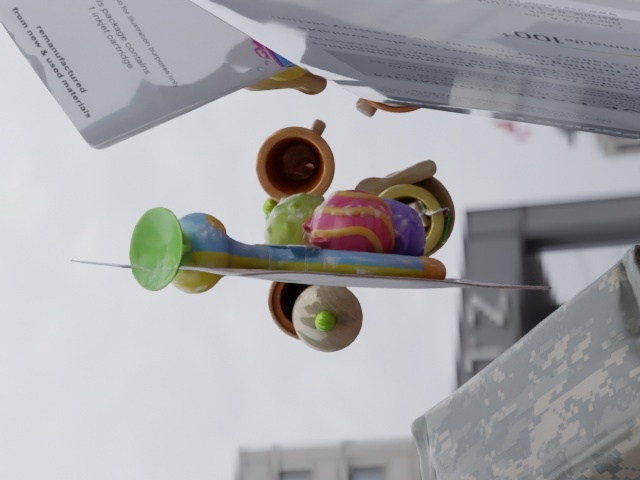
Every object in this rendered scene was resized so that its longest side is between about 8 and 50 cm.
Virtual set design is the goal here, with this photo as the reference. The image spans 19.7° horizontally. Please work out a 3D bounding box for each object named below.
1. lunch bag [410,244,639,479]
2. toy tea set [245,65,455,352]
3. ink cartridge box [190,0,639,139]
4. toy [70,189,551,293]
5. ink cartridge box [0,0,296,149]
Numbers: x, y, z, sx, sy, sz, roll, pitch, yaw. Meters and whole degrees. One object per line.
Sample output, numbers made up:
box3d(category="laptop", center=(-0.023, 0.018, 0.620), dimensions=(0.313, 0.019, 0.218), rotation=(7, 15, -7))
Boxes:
box3d(category="lunch bag", center=(0.249, 0.167, 1.284), dimensions=(0.287, 0.235, 0.169), rotation=(28, -142, -27))
box3d(category="toy tea set", center=(0.025, -0.066, 1.646), dimensions=(0.124, 0.200, 0.336), rotation=(-55, -39, -81))
box3d(category="ink cartridge box", center=(0.129, -0.100, 0.539), dimensions=(0.272, 0.309, 0.130), rotation=(18, -98, -73))
box3d(category="toy", center=(0.000, 0.000, 0.997), dimensions=(0.237, 0.137, 0.056), rotation=(0, -88, -45))
box3d(category="ink cartridge box", center=(-0.016, -0.187, 1.013), dimensions=(0.117, 0.278, 0.201), rotation=(56, -149, -23))
